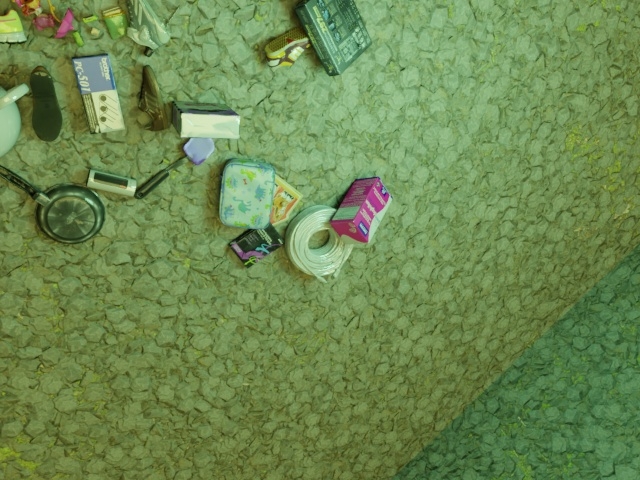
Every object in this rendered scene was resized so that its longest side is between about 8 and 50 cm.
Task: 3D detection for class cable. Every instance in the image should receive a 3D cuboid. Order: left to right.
[{"bbox_3d":[0.000,0.000,1.982,0.257,0.089,0.257,33,97,-31],"label":"cable"}]

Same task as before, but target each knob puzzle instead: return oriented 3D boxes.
[{"bbox_3d":[-0.176,-0.121,1.884,0.213,0.030,0.213,-9,117,-19],"label":"knob puzzle"}]

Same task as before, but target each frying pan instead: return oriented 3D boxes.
[{"bbox_3d":[-0.766,-0.122,1.626,0.197,0.053,0.326,-30,124,-9],"label":"frying pan"}]

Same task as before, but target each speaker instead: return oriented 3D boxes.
[{"bbox_3d":[-0.621,-0.170,1.658,0.136,0.055,0.055,13,107,-27],"label":"speaker"}]

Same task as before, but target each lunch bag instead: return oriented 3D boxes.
[{"bbox_3d":[-0.239,-0.152,1.795,0.175,0.090,0.219,5,111,-9],"label":"lunch bag"}]

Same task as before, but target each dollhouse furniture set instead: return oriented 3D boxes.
[{"bbox_3d":[-0.583,-0.567,1.488,0.151,0.058,0.076,-23,120,-12],"label":"dollhouse furniture set"}]

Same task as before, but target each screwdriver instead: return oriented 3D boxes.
[{"bbox_3d":[-0.444,-0.589,1.566,0.024,0.025,0.170,33,89,-31],"label":"screwdriver"}]

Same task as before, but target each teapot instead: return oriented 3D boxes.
[{"bbox_3d":[-0.890,-0.300,1.406,0.252,0.187,0.256,8,109,-26],"label":"teapot"}]

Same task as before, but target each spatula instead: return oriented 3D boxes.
[{"bbox_3d":[-0.453,-0.223,1.718,0.296,0.030,0.084,-39,124,-3],"label":"spatula"}]

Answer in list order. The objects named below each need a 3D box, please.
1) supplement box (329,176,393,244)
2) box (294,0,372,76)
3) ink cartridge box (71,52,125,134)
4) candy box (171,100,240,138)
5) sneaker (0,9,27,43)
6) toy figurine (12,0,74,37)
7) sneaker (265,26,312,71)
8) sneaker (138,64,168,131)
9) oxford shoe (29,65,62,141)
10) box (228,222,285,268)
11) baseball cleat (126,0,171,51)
[{"bbox_3d":[0.143,-0.104,1.921,0.111,0.113,0.220,51,55,-32],"label":"supplement box"},{"bbox_3d":[0.044,-0.646,1.681,0.183,0.059,0.233,-50,125,-25],"label":"box"},{"bbox_3d":[-0.618,-0.408,1.554,0.097,0.046,0.207,-14,118,-18],"label":"ink cartridge box"},{"bbox_3d":[-0.336,-0.350,1.611,0.164,0.196,0.070,-3,114,-22],"label":"candy box"},{"bbox_3d":[-0.851,-0.540,1.382,0.208,0.081,0.094,-8,109,-27],"label":"sneaker"},{"bbox_3d":[-0.705,-0.591,1.407,0.173,0.130,0.159,-12,129,7],"label":"toy figurine"},{"bbox_3d":[-0.086,-0.583,1.696,0.185,0.070,0.084,-29,148,-17],"label":"sneaker"},{"bbox_3d":[-0.492,-0.404,1.598,0.071,0.066,0.189,-17,118,-14],"label":"sneaker"},{"bbox_3d":[-0.743,-0.370,1.510,0.076,0.076,0.212,-3,130,-24],"label":"oxford shoe"},{"bbox_3d":[-0.217,0.011,1.916,0.162,0.029,0.116,-35,126,0],"label":"box"},{"bbox_3d":[-0.497,-0.607,1.491,0.109,0.072,0.206,-37,112,0],"label":"baseball cleat"}]
